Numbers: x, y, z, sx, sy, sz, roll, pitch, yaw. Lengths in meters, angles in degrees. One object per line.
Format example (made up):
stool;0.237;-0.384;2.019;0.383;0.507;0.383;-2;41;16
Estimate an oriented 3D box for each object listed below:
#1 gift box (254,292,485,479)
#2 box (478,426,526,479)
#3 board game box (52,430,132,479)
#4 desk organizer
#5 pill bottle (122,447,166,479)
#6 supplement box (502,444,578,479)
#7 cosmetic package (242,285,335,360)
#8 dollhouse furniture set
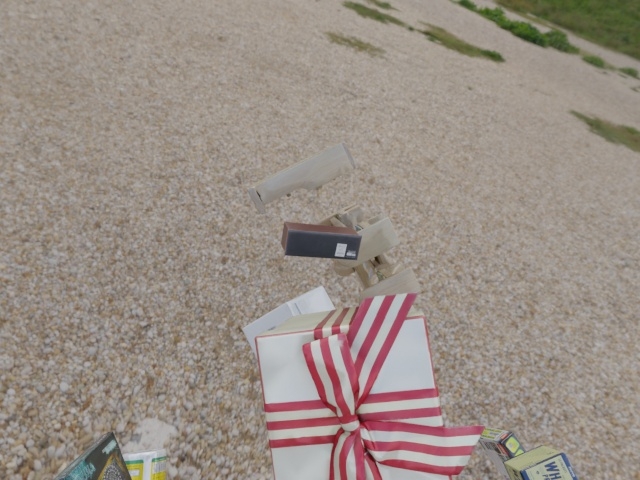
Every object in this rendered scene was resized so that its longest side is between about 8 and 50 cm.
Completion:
gift box;0.067;0.207;0.601;0.277;0.255;0.258;-14;-4;9
box;0.429;0.504;0.873;0.036;0.114;0.207;-29;78;-17
board game box;-0.341;0.386;0.635;0.026;0.186;0.126;-23;86;-10
desk organizer;0.000;0.000;0.716;0.130;0.047;0.050;5;18;-16
pill bottle;-0.475;0.676;1.098;0.118;0.117;0.208;3;67;-21
supplement box;0.378;0.402;0.710;0.083;0.083;0.056;-21;73;-5
cosmetic package;-0.097;0.280;1.398;0.225;0.224;0.138;-14;73;-58
dollhouse furniture set;0.017;-0.016;1.069;0.257;0.394;0.362;-26;13;-2
